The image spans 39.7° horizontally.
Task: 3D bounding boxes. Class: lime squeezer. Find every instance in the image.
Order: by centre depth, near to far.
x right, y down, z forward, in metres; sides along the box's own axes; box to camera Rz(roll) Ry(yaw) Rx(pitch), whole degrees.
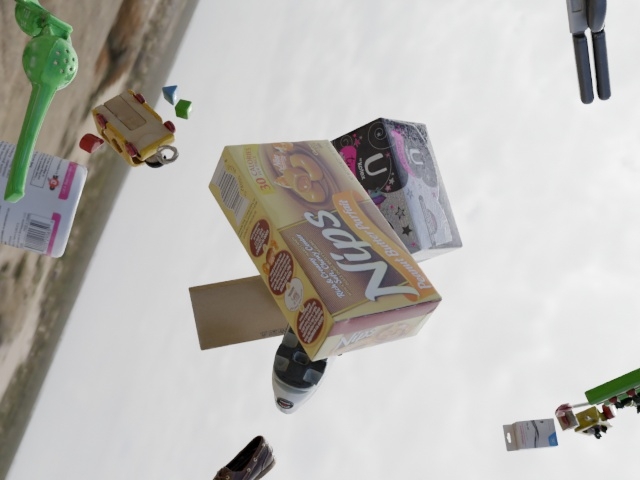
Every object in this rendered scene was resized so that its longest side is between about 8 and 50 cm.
[{"bbox_3d":[-0.296,-0.197,0.913,0.110,0.059,0.310,-38,-122,41],"label":"lime squeezer"}]

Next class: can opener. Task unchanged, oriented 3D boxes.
[{"bbox_3d":[0.557,-0.406,1.834,0.093,0.074,0.280,-85,161,-52],"label":"can opener"}]

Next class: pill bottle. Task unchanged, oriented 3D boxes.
[{"bbox_3d":[-0.533,-0.084,1.418,0.160,0.283,0.160,-163,-90,-75],"label":"pill bottle"}]

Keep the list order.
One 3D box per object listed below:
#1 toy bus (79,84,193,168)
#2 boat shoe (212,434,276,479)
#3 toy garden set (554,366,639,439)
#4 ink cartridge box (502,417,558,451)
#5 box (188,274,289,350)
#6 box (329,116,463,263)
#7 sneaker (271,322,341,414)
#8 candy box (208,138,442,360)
[{"bbox_3d":[-0.341,-0.192,1.682,0.104,0.191,0.202,88,7,-53],"label":"toy bus"},{"bbox_3d":[-0.178,0.474,1.770,0.073,0.073,0.207,16,-132,42],"label":"boat shoe"},{"bbox_3d":[0.445,0.248,1.319,0.204,0.244,0.049,-31,-115,26],"label":"toy garden set"},{"bbox_3d":[0.356,0.330,1.502,0.028,0.083,0.048,99,-15,-70],"label":"ink cartridge box"},{"bbox_3d":[-0.146,0.136,1.723,0.021,0.201,0.164,-108,-169,-49],"label":"box"},{"bbox_3d":[0.132,-0.081,1.600,0.142,0.163,0.247,-23,-101,34],"label":"box"},{"bbox_3d":[-0.014,0.188,1.696,0.330,0.123,0.146,-56,168,-42],"label":"sneaker"},{"bbox_3d":[0.000,0.000,1.201,0.316,0.183,0.087,57,-42,29],"label":"candy box"}]
